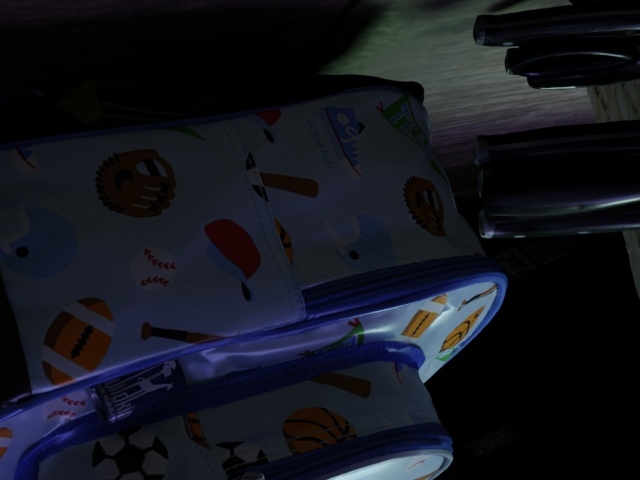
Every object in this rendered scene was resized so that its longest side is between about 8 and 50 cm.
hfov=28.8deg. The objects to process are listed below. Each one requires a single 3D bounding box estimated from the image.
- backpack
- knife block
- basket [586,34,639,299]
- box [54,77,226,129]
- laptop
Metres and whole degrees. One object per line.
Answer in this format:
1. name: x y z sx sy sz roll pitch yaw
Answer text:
1. backpack: -0.051 0.044 0.550 0.263 0.213 0.276 -23 169 -26
2. knife block: 0.202 -0.040 0.523 0.242 0.276 0.088 -50 161 11
3. basket: 0.212 -0.052 0.659 0.103 0.167 0.113 -10 168 -5
4. box: -0.119 -0.028 0.640 0.201 0.021 0.164 -25 167 34
5. laptop: 0.109 0.108 1.023 0.382 0.408 0.236 -19 140 -36
